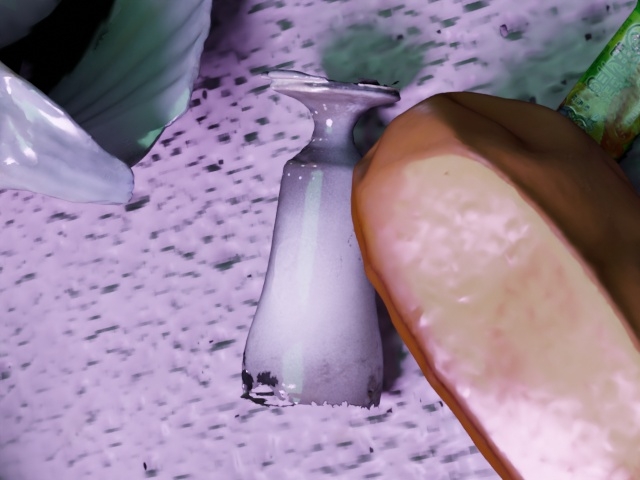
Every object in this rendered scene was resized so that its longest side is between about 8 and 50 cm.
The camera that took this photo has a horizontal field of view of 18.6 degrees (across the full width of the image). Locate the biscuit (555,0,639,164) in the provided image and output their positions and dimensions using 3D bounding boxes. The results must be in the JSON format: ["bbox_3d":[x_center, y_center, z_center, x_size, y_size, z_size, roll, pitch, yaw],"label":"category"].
[{"bbox_3d":[0.134,-0.066,0.872,0.046,0.016,0.089,45,111,22],"label":"biscuit"}]

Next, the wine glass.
[{"bbox_3d":[0.000,0.000,0.922,0.072,0.072,0.155,6,93,30],"label":"wine glass"}]

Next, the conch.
[{"bbox_3d":[-0.220,-0.137,0.959,0.319,0.215,0.303,36,75,-14],"label":"conch"}]

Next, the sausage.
[{"bbox_3d":[0.105,0.041,0.821,0.120,0.136,0.241,-41,70,20],"label":"sausage"}]
